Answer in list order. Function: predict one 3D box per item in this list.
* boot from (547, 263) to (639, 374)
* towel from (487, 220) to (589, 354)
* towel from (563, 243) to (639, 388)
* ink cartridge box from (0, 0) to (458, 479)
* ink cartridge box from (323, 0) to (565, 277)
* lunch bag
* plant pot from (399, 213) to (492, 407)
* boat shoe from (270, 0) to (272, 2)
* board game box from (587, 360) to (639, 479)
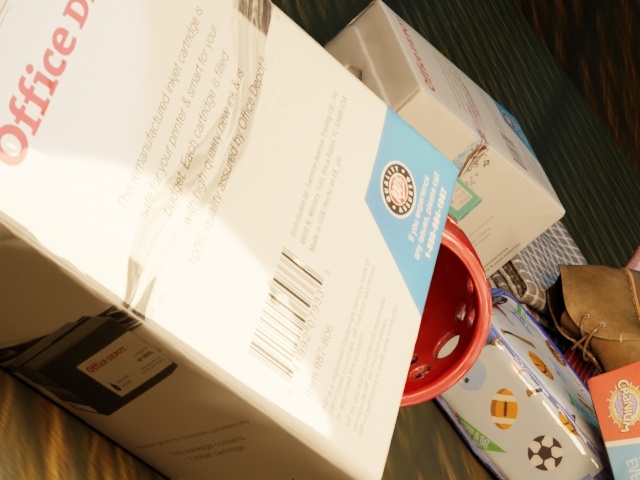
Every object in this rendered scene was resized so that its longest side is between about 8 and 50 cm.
[{"bbox_3d":[0.328,0.128,2.013,0.115,0.112,0.305,15,30,-13],"label":"boot"},{"bbox_3d":[0.255,0.036,2.253,0.235,0.121,0.284,30,25,-45],"label":"towel"},{"bbox_3d":[0.406,0.182,2.158,0.237,0.037,0.329,47,51,-7],"label":"towel"},{"bbox_3d":[-0.112,-0.032,1.217,0.395,0.166,0.285,39,51,-30],"label":"ink cartridge box"},{"bbox_3d":[0.103,-0.096,2.025,0.270,0.197,0.198,37,21,-35],"label":"ink cartridge box"},{"bbox_3d":[0.232,0.182,1.897,0.303,0.115,0.243,54,16,11],"label":"lunch bag"},{"bbox_3d":[0.057,0.038,1.644,0.191,0.191,0.174,44,14,-16],"label":"plant pot"},{"bbox_3d":[-0.143,-0.280,1.964,0.156,0.136,0.367,61,10,25],"label":"boat shoe"},{"bbox_3d":[0.378,0.298,1.796,0.316,0.064,0.242,48,25,-49],"label":"board game box"}]
